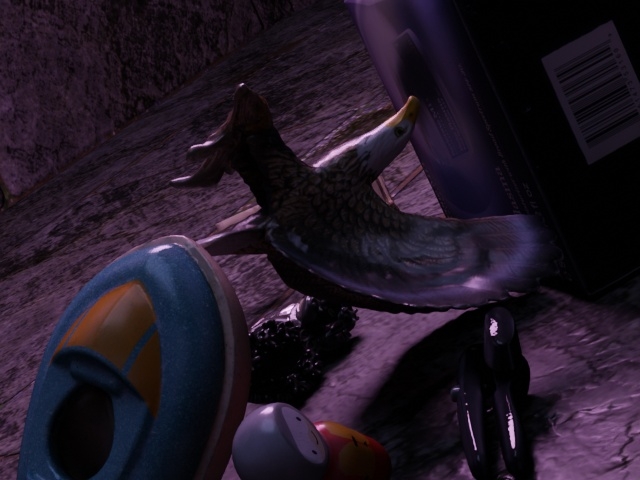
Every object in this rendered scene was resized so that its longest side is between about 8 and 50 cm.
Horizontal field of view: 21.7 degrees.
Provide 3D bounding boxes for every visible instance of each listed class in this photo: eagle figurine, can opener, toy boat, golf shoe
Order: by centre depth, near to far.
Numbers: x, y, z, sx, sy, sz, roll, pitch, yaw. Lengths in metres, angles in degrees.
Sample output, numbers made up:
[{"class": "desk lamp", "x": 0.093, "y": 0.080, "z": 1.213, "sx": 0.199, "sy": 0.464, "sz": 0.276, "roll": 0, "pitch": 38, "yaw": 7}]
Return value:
[{"class": "can opener", "x": 0.122, "y": 0.120, "z": 1.223, "sx": 0.059, "sy": 0.073, "sz": 0.186, "roll": -14, "pitch": 26, "yaw": 14}, {"class": "toy boat", "x": -0.104, "y": 0.131, "z": 1.253, "sx": 0.318, "sy": 0.267, "sz": 0.148, "roll": 11, "pitch": -6, "yaw": 36}, {"class": "eagle figurine", "x": 0.035, "y": -0.015, "z": 1.399, "sx": 0.225, "sy": 0.298, "sz": 0.226, "roll": -49, "pitch": 2, "yaw": 39}, {"class": "golf shoe", "x": -0.042, "y": 0.109, "z": 1.549, "sx": 0.094, "sy": 0.077, "sz": 0.198, "roll": -30, "pitch": 2, "yaw": 35}]

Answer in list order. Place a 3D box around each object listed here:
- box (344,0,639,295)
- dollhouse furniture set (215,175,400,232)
[{"class": "box", "x": 0.193, "y": -0.130, "z": 1.520, "sx": 0.183, "sy": 0.296, "sz": 0.294, "roll": -29, "pitch": 13, "yaw": -11}, {"class": "dollhouse furniture set", "x": 0.000, "y": 0.000, "z": 1.886, "sx": 0.182, "sy": 0.101, "sz": 0.161, "roll": -25, "pitch": -11, "yaw": 7}]
